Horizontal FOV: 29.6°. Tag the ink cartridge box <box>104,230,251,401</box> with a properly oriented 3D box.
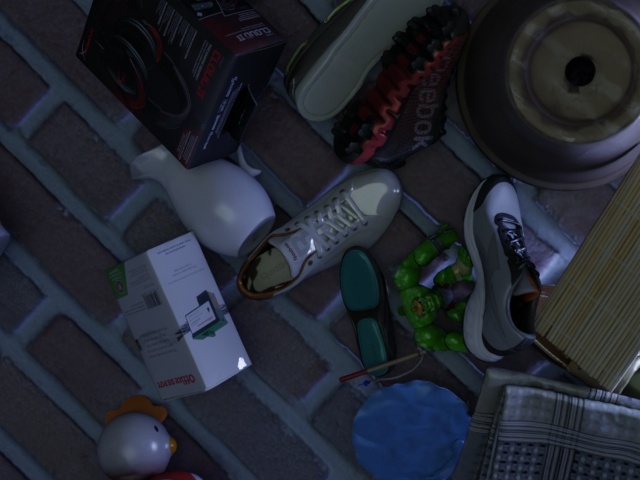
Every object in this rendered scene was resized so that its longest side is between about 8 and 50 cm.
[{"bbox_3d":[-0.213,0.115,1.792,0.092,0.160,0.219,-25,93,-34],"label":"ink cartridge box"}]

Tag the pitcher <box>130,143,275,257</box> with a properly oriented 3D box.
[{"bbox_3d":[-0.151,-0.091,1.799,0.207,0.125,0.178,42,84,14],"label":"pitcher"}]

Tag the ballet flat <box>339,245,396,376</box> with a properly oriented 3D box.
[{"bbox_3d":[0.075,0.101,1.800,0.074,0.074,0.203,-11,100,9],"label":"ballet flat"}]

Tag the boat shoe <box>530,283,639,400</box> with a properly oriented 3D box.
[{"bbox_3d":[0.428,0.171,1.734,0.324,0.120,0.122,30,98,4],"label":"boat shoe"}]

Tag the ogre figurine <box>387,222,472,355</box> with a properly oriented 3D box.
[{"bbox_3d":[0.176,0.088,1.779,0.118,0.097,0.197,-20,108,-9],"label":"ogre figurine"}]

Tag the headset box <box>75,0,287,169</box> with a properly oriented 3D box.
[{"bbox_3d":[-0.192,-0.261,1.703,0.293,0.110,0.218,45,133,17],"label":"headset box"}]

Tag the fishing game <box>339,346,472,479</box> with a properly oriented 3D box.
[{"bbox_3d":[0.139,0.285,1.811,0.189,0.041,0.264,-20,109,9],"label":"fishing game"}]

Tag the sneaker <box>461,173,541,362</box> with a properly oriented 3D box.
[{"bbox_3d":[0.268,0.035,1.717,0.108,0.100,0.271,-18,66,49],"label":"sneaker"}]

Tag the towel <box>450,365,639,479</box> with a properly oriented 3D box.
[{"bbox_3d":[0.354,0.345,1.738,0.324,0.056,0.312,13,121,7],"label":"towel"}]

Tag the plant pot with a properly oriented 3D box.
[{"bbox_3d":[0.340,-0.224,1.632,0.323,0.280,0.323,1,94,8],"label":"plant pot"}]

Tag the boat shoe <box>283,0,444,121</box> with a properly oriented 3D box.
[{"bbox_3d":[0.063,-0.309,1.748,0.305,0.109,0.091,-46,43,10],"label":"boat shoe"}]

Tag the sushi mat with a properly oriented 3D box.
[{"bbox_3d":[0.415,0.040,1.634,0.151,0.019,0.316,39,115,25],"label":"sushi mat"}]

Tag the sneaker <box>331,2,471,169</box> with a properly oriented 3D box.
[{"bbox_3d":[0.138,-0.211,1.732,0.135,0.097,0.276,22,115,-33],"label":"sneaker"}]

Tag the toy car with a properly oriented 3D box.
[{"bbox_3d":[-0.260,0.343,1.832,0.210,0.219,0.238,-7,66,8],"label":"toy car"}]

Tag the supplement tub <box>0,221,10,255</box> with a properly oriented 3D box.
[{"bbox_3d":[-0.650,-0.062,1.800,0.241,0.241,0.331,-44,89,9],"label":"supplement tub"}]

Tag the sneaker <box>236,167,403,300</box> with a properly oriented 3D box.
[{"bbox_3d":[0.000,0.000,1.777,0.290,0.123,0.106,-39,87,8],"label":"sneaker"}]
